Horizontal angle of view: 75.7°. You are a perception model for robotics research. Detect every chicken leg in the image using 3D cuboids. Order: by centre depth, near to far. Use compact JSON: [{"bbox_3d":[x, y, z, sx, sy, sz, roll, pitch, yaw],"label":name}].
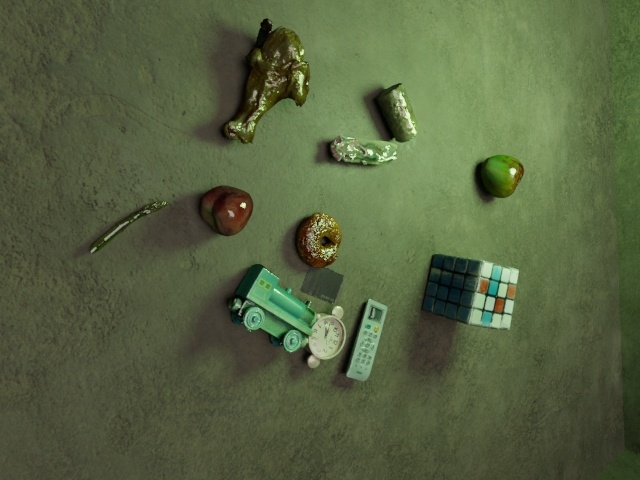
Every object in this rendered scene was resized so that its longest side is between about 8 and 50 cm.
[{"bbox_3d":[-0.146,-0.450,1.241,0.211,0.140,0.362,19,94,-11],"label":"chicken leg"}]

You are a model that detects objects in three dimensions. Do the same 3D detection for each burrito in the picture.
[{"bbox_3d":[0.162,-0.317,1.476,0.308,0.066,0.096,-5,94,-34],"label":"burrito"}]

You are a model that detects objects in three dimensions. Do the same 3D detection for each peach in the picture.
[{"bbox_3d":[-0.264,-0.095,1.193,0.151,0.152,0.152,-3,96,-31],"label":"peach"}]

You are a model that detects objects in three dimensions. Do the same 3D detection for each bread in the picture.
[{"bbox_3d":[0.000,0.000,1.404,0.193,0.063,0.194,-3,95,-35],"label":"bread"}]

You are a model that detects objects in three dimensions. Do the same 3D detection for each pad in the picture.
[{"bbox_3d":[0.011,0.151,1.457,0.157,0.003,0.112,26,81,-31],"label":"pad"}]

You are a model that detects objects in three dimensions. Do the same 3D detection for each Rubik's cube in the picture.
[{"bbox_3d":[0.611,0.208,1.685,0.253,0.259,0.257,15,86,-30],"label":"Rubik's cube"}]

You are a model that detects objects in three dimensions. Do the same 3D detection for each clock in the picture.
[{"bbox_3d":[0.009,0.332,1.438,0.155,0.063,0.230,33,74,-27],"label":"clock"}]

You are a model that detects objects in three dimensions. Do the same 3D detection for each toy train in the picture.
[{"bbox_3d":[-0.141,0.223,1.306,0.298,0.120,0.194,38,70,-28],"label":"toy train"}]

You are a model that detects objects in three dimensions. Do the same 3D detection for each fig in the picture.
[{"bbox_3d":[0.795,-0.289,1.814,0.191,0.181,0.181,36,74,-6],"label":"fig"}]

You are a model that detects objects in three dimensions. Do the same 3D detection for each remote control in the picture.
[{"bbox_3d":[0.169,0.373,1.546,0.103,0.051,0.294,26,77,-31],"label":"remote control"}]

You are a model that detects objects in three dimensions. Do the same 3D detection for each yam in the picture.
[{"bbox_3d":[0.289,-0.466,1.520,0.107,0.107,0.194,-38,113,-23],"label":"yam"}]

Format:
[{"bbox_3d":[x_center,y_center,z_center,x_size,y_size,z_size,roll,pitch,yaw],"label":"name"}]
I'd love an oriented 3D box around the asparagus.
[{"bbox_3d":[-0.513,-0.045,1.103,0.236,0.027,0.034,-41,118,-23],"label":"asparagus"}]
